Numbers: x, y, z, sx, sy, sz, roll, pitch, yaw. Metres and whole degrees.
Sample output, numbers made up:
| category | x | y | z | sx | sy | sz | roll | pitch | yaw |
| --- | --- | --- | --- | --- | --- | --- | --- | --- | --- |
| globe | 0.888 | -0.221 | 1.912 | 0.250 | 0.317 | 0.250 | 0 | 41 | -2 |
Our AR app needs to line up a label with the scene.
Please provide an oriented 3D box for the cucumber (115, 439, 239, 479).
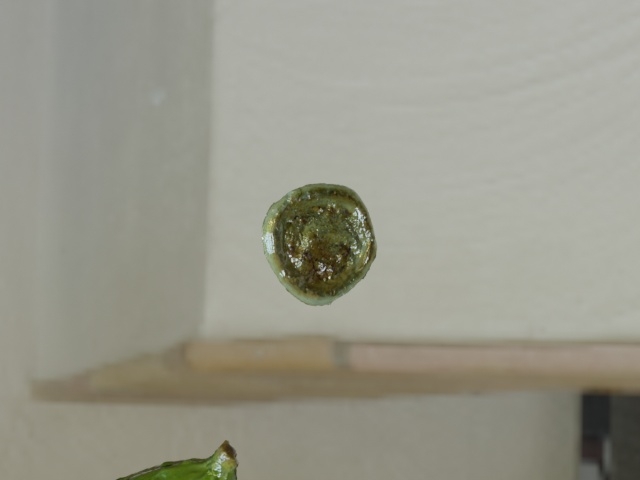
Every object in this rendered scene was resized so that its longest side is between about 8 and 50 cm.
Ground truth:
| category | x | y | z | sx | sy | sz | roll | pitch | yaw |
| --- | --- | --- | --- | --- | --- | --- | --- | --- | --- |
| cucumber | -0.144 | 0.244 | 1.473 | 0.244 | 0.134 | 0.134 | -45 | 157 | 15 |

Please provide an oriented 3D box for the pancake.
| category | x | y | z | sx | sy | sz | roll | pitch | yaw |
| --- | --- | --- | --- | --- | --- | --- | --- | --- | --- |
| pancake | 0.001 | 0.000 | 1.578 | 0.108 | 0.108 | 0.017 | 5 | 180 | -29 |
